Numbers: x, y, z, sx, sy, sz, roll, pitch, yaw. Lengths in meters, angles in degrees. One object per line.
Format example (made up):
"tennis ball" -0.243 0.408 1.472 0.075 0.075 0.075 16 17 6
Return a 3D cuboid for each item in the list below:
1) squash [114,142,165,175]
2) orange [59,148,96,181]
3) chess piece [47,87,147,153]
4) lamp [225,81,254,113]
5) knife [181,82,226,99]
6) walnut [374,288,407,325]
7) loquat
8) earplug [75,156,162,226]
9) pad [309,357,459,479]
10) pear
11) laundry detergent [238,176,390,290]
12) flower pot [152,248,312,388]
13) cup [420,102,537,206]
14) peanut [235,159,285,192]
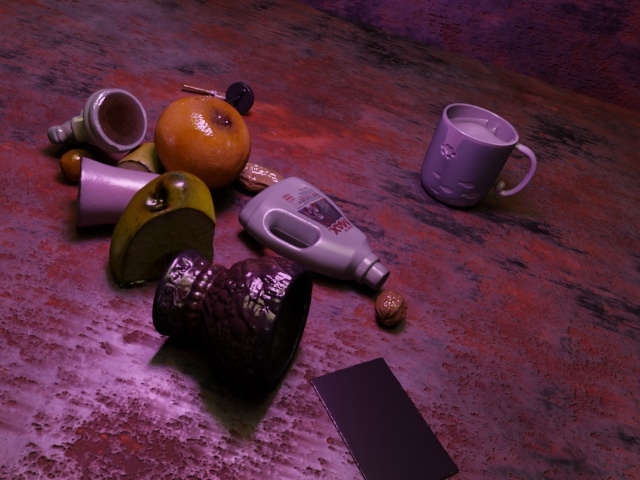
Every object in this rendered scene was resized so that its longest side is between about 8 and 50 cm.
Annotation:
"squash" -0.486 -0.210 1.574 0.123 0.123 0.187 15 36 -3
"orange" -0.649 -0.203 1.528 0.085 0.085 0.095 37 53 22
"chess piece" -0.630 -0.313 1.571 0.298 0.176 0.176 -1 23 39
"lamp" -0.382 -0.416 1.930 0.130 0.108 0.371 39 56 7
"knife" -0.379 -0.531 2.080 0.256 0.022 0.046 10 30 -17
"walnut" 0.176 0.165 1.417 0.079 0.082 0.096 47 38 -8
"loquat" -0.314 -0.266 1.537 0.263 0.263 0.263 11 39 -9
"earplug" -0.452 -0.109 1.443 0.301 0.172 0.172 4 40 -26
"pad" 0.128 0.383 1.190 0.202 0.005 0.300 -9 46 -31
"pear" -0.373 -0.042 1.311 0.238 0.255 0.164 -13 49 -26
"laundry detergent" 0.000 0.000 1.514 0.398 0.125 0.264 38 41 20
"flower pot" -0.183 0.143 1.174 0.267 0.266 0.266 14 37 14
"cup" 0.528 -0.256 1.906 0.356 0.274 0.259 24 39 5
"peanut" -0.175 -0.180 1.686 0.194 0.083 0.093 25 25 11
